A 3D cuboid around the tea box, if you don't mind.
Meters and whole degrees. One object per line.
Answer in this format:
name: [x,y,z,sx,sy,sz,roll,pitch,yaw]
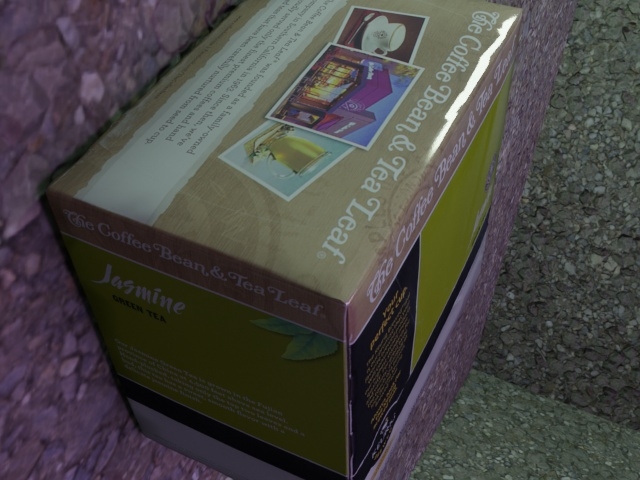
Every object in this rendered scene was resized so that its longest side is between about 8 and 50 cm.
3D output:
tea box: [0.000,0.000,0.652,0.329,0.220,0.323,-56,156,-37]
